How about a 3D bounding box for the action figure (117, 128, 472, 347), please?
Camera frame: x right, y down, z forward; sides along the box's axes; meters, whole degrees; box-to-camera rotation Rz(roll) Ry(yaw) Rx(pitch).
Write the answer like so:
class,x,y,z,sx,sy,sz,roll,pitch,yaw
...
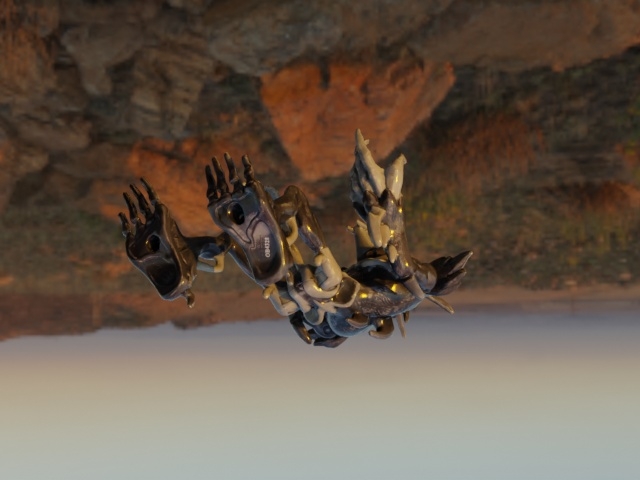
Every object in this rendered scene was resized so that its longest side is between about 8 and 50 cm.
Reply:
class,x,y,z,sx,sy,sz,roll,pitch,yaw
action figure,0.000,0.000,0.679,0.164,0.141,0.275,-23,157,29
